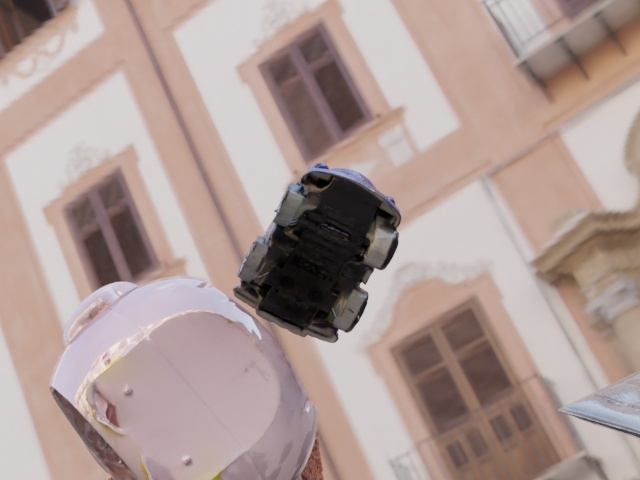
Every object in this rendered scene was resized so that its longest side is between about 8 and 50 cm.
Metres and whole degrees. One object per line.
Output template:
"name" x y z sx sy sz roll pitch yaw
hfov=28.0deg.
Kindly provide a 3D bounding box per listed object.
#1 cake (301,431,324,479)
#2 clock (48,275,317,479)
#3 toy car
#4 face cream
"cake" -0.099 0.332 2.017 0.158 0.160 0.262 -12 -32 13
"clock" -0.169 0.215 1.639 0.250 0.368 0.377 -40 -4 -19
"toy car" 0.000 0.000 1.716 0.172 0.158 0.235 26 -64 -11
"face cream" 0.443 0.241 1.811 0.314 0.143 0.089 -7 -69 -63
